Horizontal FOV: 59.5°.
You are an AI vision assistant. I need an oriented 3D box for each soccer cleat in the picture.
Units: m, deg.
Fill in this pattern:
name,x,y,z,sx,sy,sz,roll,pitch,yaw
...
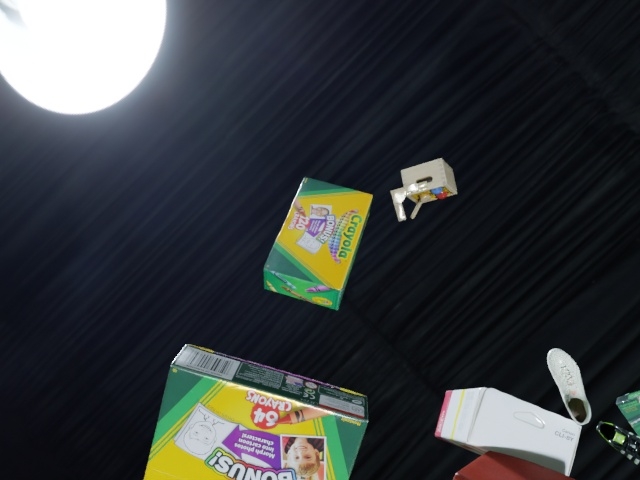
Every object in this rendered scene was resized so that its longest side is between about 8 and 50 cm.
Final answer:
name,x,y,z,sx,sy,sz,roll,pitch,yaw
soccer cleat,0.651,0.431,1.161,0.072,0.060,0.179,30,176,-15
soccer cleat,0.640,0.373,1.434,0.076,0.068,0.196,1,-114,-63

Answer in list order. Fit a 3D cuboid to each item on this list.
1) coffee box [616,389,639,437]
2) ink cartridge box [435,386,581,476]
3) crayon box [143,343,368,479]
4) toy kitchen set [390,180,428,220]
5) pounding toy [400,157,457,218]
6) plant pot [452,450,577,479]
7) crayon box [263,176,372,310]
name,x,y,z,sx,sy,sz,roll,pitch,yaw
coffee box,0.824,0.449,1.357,0.040,0.113,0.184,-27,-97,-52
ink cartridge box,0.517,0.549,1.614,0.279,0.161,0.385,20,164,5
crayon box,-0.127,0.400,1.051,0.362,0.313,0.106,16,-168,0
toy kitchen set,0.211,-0.092,1.296,0.068,0.083,0.075,-24,-81,-83
pounding toy,0.275,-0.132,1.460,0.130,0.141,0.100,18,-119,-61
plant pot,0.428,0.652,1.299,0.267,0.267,0.235,-4,-156,-46
crayon box,0.000,0.000,1.217,0.165,0.279,0.081,15,142,7
